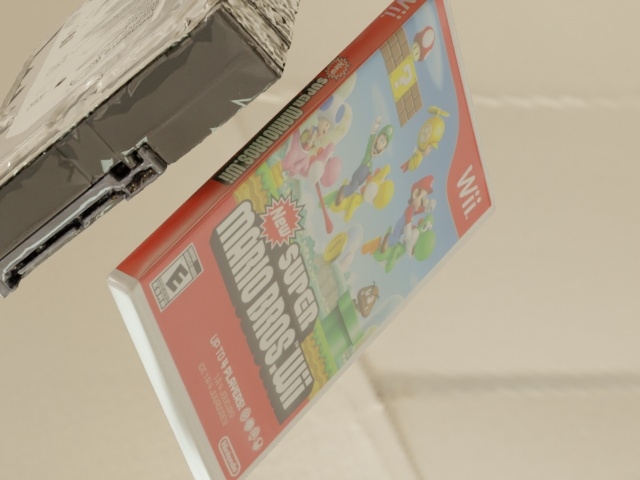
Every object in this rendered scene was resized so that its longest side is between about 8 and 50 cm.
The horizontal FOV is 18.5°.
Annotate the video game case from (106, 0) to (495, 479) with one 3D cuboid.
[{"bbox_3d":[0.000,0.000,1.211,0.025,0.204,0.285,25,-121,35],"label":"video game case"}]

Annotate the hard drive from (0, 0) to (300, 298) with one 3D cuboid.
[{"bbox_3d":[-0.115,-0.117,1.254,0.064,0.237,0.339,46,-159,-18],"label":"hard drive"}]
